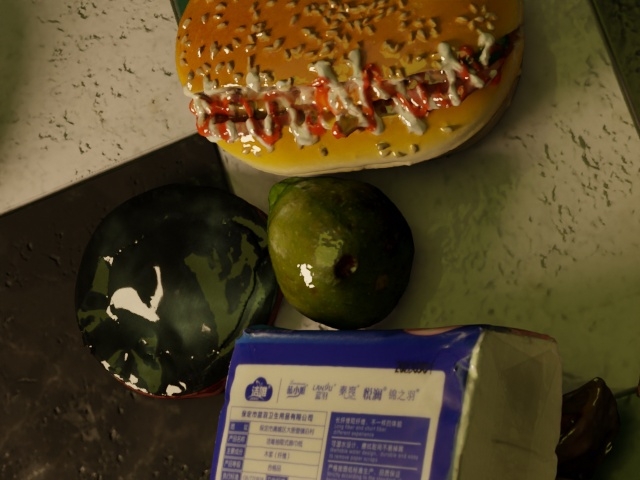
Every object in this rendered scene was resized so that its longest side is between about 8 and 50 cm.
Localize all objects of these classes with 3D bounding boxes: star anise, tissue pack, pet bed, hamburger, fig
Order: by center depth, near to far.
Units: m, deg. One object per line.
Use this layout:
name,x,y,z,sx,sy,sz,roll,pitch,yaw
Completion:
tissue pack,0.046,0.171,1.253,0.270,0.137,0.209,-5,70,45
star anise,0.172,0.224,1.270,0.220,0.099,0.214,-24,67,33
fig,0.000,0.000,1.371,0.156,0.123,0.123,29,88,40
hamburger,0.027,-0.166,1.373,0.295,0.151,0.227,-8,71,18
pet bed,-0.125,0.044,1.430,0.201,0.053,0.201,-4,77,16

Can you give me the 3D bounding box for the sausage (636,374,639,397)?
sausage,0.317,-0.019,1.280,0.093,0.093,0.312,8,81,19
